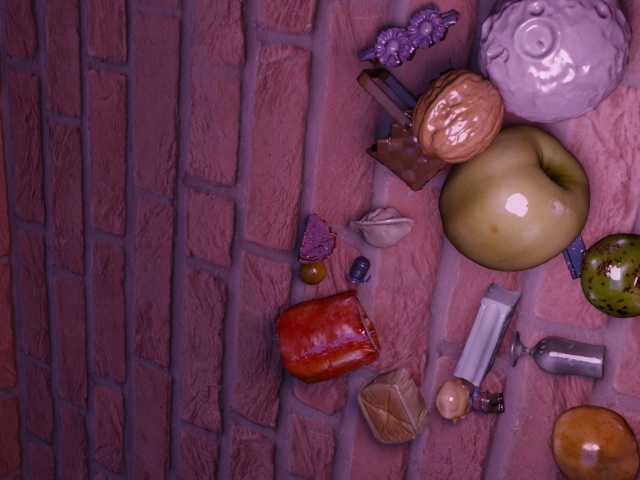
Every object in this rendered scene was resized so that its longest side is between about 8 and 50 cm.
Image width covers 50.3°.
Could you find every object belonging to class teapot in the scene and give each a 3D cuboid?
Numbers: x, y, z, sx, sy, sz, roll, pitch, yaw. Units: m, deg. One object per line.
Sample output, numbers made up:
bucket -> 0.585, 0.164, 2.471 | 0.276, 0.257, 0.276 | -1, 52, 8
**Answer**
teapot -> 0.125, 0.091, 2.089 | 0.049, 0.063, 0.083 | 57, 133, 42

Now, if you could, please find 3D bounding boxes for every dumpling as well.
dumpling -> 0.166, -0.042, 1.958 | 0.181, 0.155, 0.111 | -47, 50, 40

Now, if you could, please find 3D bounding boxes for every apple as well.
apple -> 0.463, -0.091, 1.654 | 0.357, 0.357, 0.358 | 9, 109, 28

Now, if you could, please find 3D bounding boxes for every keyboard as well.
keyboard -> 0.648, 0.003, 1.769 | 0.060, 0.018, 0.196 | -19, 95, 26

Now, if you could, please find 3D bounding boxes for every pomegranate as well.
pomegranate -> 0.715, 0.537, 1.775 | 0.233, 0.233, 0.233 | 9, 109, 28
pomegranate -> 0.736, 0.088, 1.614 | 0.210, 0.263, 0.211 | -2, 100, -10

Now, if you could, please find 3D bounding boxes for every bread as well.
bread -> 0.225, 0.512, 2.114 | 0.192, 0.109, 0.210 | -29, 89, 40

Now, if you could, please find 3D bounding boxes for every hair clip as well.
hair clip -> 0.234, -0.533, 1.817 | 0.292, 0.084, 0.106 | -21, 82, 30

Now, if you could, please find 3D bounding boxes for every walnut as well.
walnut -> 0.305, -0.276, 1.539 | 0.213, 0.213, 0.214 | 9, 109, 28

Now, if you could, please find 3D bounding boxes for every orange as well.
orange -> -0.026, 0.099, 2.154 | 0.095, 0.085, 0.085 | -37, 84, 43

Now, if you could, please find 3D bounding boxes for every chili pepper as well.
chili pepper -> 0.041, 0.291, 2.119 | 0.305, 0.229, 0.252 | -21, 55, 21

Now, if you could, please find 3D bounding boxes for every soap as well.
soap -> 0.460, 0.256, 1.875 | 0.094, 0.150, 0.262 | 23, 115, 17

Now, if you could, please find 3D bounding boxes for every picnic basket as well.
picnic basket -> 0.242, -0.326, 1.766 | 0.321, 0.254, 0.291 | 45, 115, 3

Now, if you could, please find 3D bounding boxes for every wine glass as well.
wine glass -> 0.633, 0.308, 1.817 | 0.230, 0.103, 0.103 | 7, 108, 26

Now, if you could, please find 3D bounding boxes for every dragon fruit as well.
dragon fruit -> 0.000, 0.000, 2.116 | 0.106, 0.083, 0.162 | 17, 101, 11

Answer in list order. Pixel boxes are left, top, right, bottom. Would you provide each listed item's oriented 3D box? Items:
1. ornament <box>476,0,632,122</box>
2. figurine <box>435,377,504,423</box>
ornament -> 0.520, -0.431, 1.539 | 0.336, 0.337, 0.338 | 9, 109, 28
figurine -> 0.435, 0.466, 1.995 | 0.195, 0.108, 0.114 | -7, 112, 14
